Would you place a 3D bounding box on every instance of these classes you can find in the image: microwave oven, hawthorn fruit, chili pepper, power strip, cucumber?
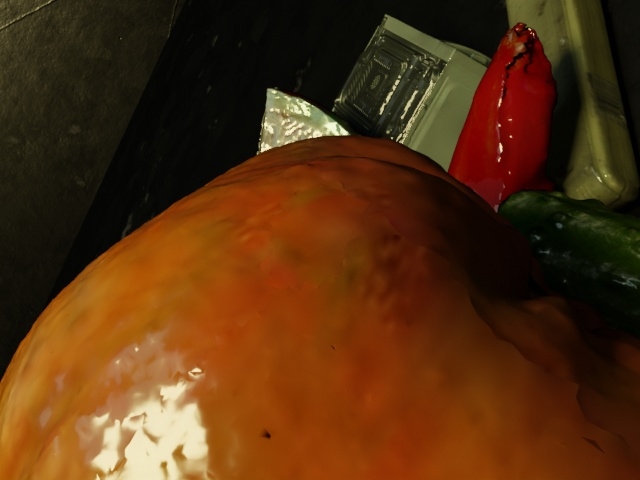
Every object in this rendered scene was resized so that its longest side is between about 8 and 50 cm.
[{"bbox_3d":[0.114,-0.149,1.049,0.162,0.123,0.208,-60,26,12],"label":"microwave oven"},{"bbox_3d":[-0.008,0.170,0.539,0.472,0.472,0.471,-44,33,39],"label":"hawthorn fruit"},{"bbox_3d":[0.139,0.006,0.822,0.110,0.110,0.387,-133,49,-63],"label":"chili pepper"},{"bbox_3d":[0.236,-0.173,0.906,0.092,0.066,0.387,-42,37,45],"label":"power strip"},{"bbox_3d":[0.227,0.042,0.668,0.244,0.134,0.134,23,90,58],"label":"cucumber"}]

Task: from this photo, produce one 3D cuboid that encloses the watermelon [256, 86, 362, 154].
[{"bbox_3d":[0.000,0.000,0.975,0.224,0.180,0.305,5,91,64],"label":"watermelon"}]
